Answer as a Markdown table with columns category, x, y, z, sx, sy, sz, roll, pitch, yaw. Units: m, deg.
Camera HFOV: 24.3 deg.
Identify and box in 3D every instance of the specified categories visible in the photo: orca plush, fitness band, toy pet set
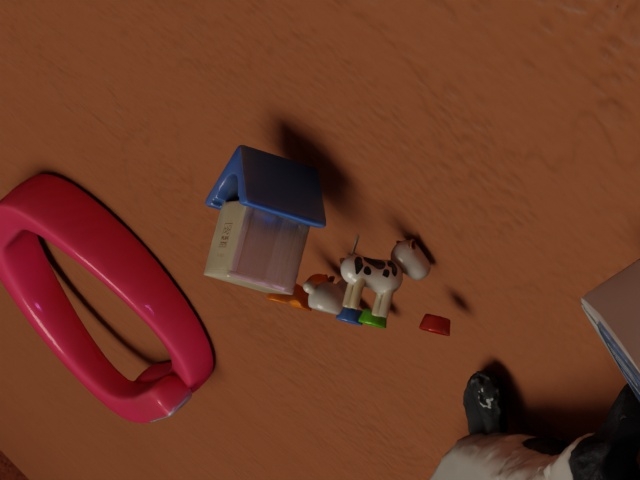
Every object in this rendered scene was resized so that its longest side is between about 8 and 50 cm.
| category | x | y | z | sx | sy | sz | roll | pitch | yaw |
| --- | --- | --- | --- | --- | --- | --- | --- | --- | --- |
| orca plush | 0.125 | 0.125 | 0.700 | 0.287 | 0.102 | 0.151 | 109 | 162 | -56 |
| fitness band | -0.178 | 0.047 | 1.165 | 0.209 | 0.054 | 0.291 | 52 | 158 | -5 |
| toy pet set | 0.000 | 0.000 | 0.740 | 0.114 | 0.065 | 0.122 | 17 | 173 | -22 |

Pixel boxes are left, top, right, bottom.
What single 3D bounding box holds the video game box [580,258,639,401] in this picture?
| category | x | y | z | sx | sy | sz | roll | pitch | yaw |
| --- | --- | --- | --- | --- | --- | --- | --- | --- | --- |
| video game box | 0.170 | 0.114 | 0.476 | 0.187 | 0.048 | 0.205 | 53 | -174 | -19 |
